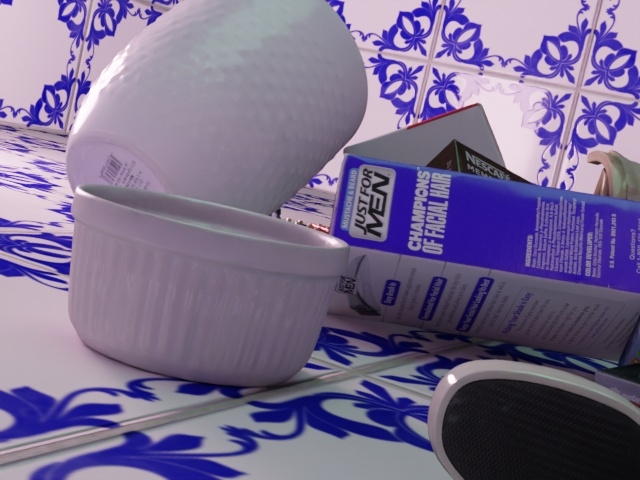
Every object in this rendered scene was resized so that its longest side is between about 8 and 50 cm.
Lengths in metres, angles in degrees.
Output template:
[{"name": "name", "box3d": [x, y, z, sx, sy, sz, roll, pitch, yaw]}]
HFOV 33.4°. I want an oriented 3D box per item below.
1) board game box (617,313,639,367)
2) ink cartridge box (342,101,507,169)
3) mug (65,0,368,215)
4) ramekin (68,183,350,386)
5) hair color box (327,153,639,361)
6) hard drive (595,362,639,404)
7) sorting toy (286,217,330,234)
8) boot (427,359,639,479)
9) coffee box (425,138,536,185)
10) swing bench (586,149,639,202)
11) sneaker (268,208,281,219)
[{"name": "board game box", "box3d": [0.395, 0.126, 1.001, 0.211, 0.039, 0.160, 15, -22, 13]}, {"name": "ink cartridge box", "box3d": [0.151, -0.066, 1.519, 0.197, 0.114, 0.273, -19, -17, 1]}, {"name": "mug", "box3d": [-0.167, -0.123, 1.332, 0.374, 0.276, 0.328, -30, 14, 47]}, {"name": "ramekin", "box3d": [-0.088, 0.033, 0.795, 0.207, 0.109, 0.207, 12, 6, -1]}, {"name": "hair color box", "box3d": [0.175, 0.023, 1.068, 0.339, 0.110, 0.185, 8, -24, 0]}, {"name": "hard drive", "box3d": [0.362, 0.157, 0.864, 0.255, 0.054, 0.172, 15, 5, 32]}, {"name": "sorting toy", "box3d": [0.000, 0.000, 1.673, 0.132, 0.046, 0.274, 9, 6, -38]}, {"name": "boot", "box3d": [0.177, 0.127, 0.604, 0.244, 0.088, 0.176, 22, 6, 5]}, {"name": "coffee box", "box3d": [0.227, 0.005, 1.270, 0.246, 0.098, 0.141, 26, 41, -24]}, {"name": "swing bench", "box3d": [0.484, 0.023, 1.472, 0.253, 0.254, 0.165, 12, 6, -5]}, {"name": "sneaker", "box3d": [-0.152, -0.083, 2.025, 0.122, 0.110, 0.283, -7, 8, -15]}]
